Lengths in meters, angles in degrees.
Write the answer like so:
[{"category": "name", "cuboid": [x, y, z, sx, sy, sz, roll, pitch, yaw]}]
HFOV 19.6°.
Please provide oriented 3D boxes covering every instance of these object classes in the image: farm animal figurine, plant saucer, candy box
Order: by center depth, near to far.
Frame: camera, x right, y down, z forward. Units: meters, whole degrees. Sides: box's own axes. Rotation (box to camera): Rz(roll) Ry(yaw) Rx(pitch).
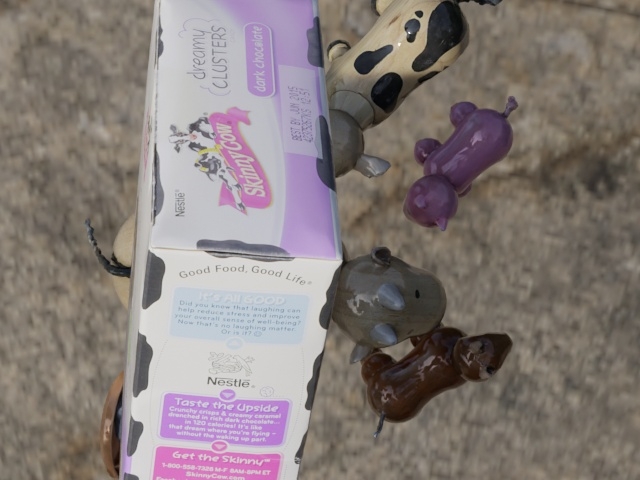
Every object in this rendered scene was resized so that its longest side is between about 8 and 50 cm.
[{"category": "candy box", "cuboid": [-0.042, 0.023, 0.749, 0.070, 0.196, 0.165, 4, 41, -7]}, {"category": "farm animal figurine", "cuboid": [0.000, 0.000, 1.291, 0.327, 0.330, 0.172, -10, 16, -6]}, {"category": "plant saucer", "cuboid": [-0.143, 0.133, 1.352, 0.013, 0.083, 0.083, 7, 55, 14]}]
